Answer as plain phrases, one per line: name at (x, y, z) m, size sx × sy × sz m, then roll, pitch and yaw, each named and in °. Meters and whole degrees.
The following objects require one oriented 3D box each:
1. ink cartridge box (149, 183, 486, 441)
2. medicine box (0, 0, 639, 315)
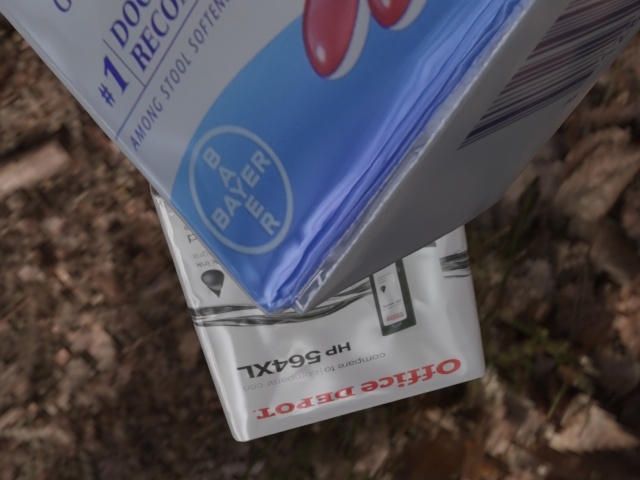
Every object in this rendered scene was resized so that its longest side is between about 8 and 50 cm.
ink cartridge box at (0.000, 0.000, 0.979) m, size 0.148 × 0.086 × 0.203 m, roll -15°, pitch 137°, yaw 0°
medicine box at (-0.005, -0.175, 0.613) m, size 0.289 × 0.149 × 0.263 m, roll 47°, pitch 130°, yaw 13°
